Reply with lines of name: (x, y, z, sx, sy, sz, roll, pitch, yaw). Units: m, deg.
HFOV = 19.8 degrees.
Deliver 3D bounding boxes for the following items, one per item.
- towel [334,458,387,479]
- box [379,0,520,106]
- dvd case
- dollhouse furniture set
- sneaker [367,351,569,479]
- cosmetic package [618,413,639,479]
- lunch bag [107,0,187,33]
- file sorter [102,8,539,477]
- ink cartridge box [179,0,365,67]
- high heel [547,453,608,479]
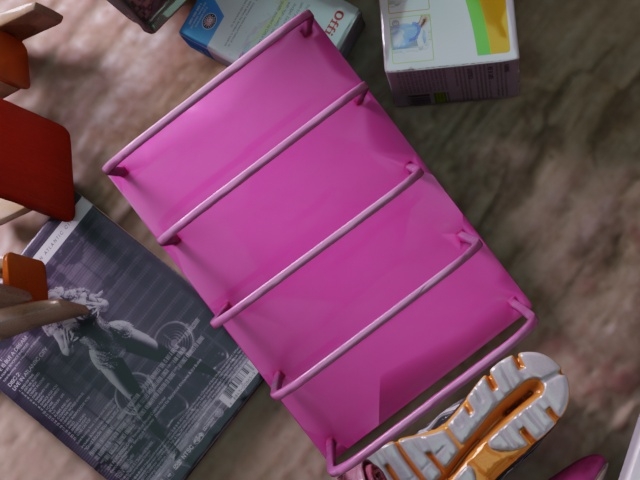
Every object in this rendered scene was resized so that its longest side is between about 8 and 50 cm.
towel: (-0.042, 0.341, 1.316, 0.329, 0.037, 0.237, -38, 58, 22)
box: (0.097, -0.220, 1.438, 0.103, 0.114, 0.203, -5, 79, 6)
dvd case: (-0.166, 0.089, 1.469, 0.221, 0.018, 0.164, 38, 88, 10)
dollhouse furniture set: (-0.264, -0.079, 1.375, 0.135, 0.259, 0.262, -15, 72, 25)
sneaker: (0.103, 0.170, 1.394, 0.215, 0.083, 0.084, -36, 79, 3)
cosmetic package: (0.286, 0.268, 1.319, 0.197, 0.155, 0.365, 17, 85, 10)
lunch bag: (-0.193, -0.332, 1.381, 0.169, 0.287, 0.235, -43, 63, -1)
file sorter: (0.000, 0.000, 1.350, 0.202, 0.182, 0.290, -37, 92, 0)
ink cartridge box: (-0.037, -0.171, 1.477, 0.122, 0.052, 0.088, 29, 86, 11)
high heel: (0.106, 0.231, 1.393, 0.117, 0.082, 0.244, 42, 92, 20)
